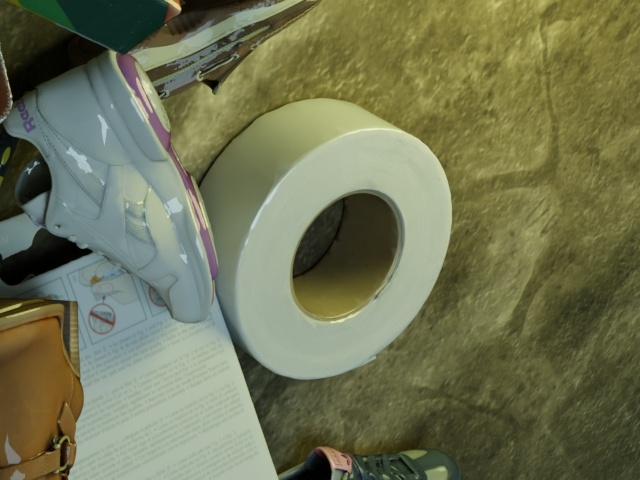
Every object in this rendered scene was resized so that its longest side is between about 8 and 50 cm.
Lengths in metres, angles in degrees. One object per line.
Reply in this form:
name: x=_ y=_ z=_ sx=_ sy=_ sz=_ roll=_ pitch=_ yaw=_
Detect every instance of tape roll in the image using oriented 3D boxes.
tape roll: x=0.000 y=0.000 z=1.710 sx=0.286 sy=0.100 sz=0.286 roll=-20 pitch=125 yaw=-32

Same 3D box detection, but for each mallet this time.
mallet: x=-0.298 y=-0.054 z=1.456 sx=0.062 sy=0.039 sz=0.190 roll=15 pitch=85 yaw=-33

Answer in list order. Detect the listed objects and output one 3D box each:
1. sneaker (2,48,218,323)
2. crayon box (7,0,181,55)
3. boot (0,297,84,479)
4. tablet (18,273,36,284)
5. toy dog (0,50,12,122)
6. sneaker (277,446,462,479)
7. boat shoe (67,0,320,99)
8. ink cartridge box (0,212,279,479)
sneaker: x=-0.187 y=-0.035 z=1.491 sx=0.152 sy=0.114 sz=0.305 roll=-21 pitch=129 yaw=0
crayon box: x=-0.255 y=-0.292 z=1.264 sx=0.081 sy=0.202 sz=0.318 roll=-30 pitch=147 yaw=32
boot: x=-0.266 y=0.157 z=1.360 sx=0.109 sy=0.283 sz=0.220 roll=2 pitch=88 yaw=3
tablet: x=-0.293 y=0.075 z=1.570 sx=0.083 sy=0.006 sz=0.054 roll=-45 pitch=134 yaw=-13
toy dog: x=-0.340 y=-0.160 z=1.291 sx=0.334 sy=0.161 sz=0.220 roll=-49 pitch=135 yaw=-8
sneaker: x=0.040 y=0.288 z=1.895 sx=0.319 sy=0.112 sz=0.131 roll=-19 pitch=127 yaw=-33
boat shoe: x=-0.109 y=-0.186 z=1.530 sx=0.257 sy=0.095 sz=0.095 roll=-23 pitch=130 yaw=-15
ink cartridge box: x=-0.226 y=0.152 z=1.580 sx=0.308 sy=0.091 sz=0.385 roll=-25 pitch=101 yaw=-35
